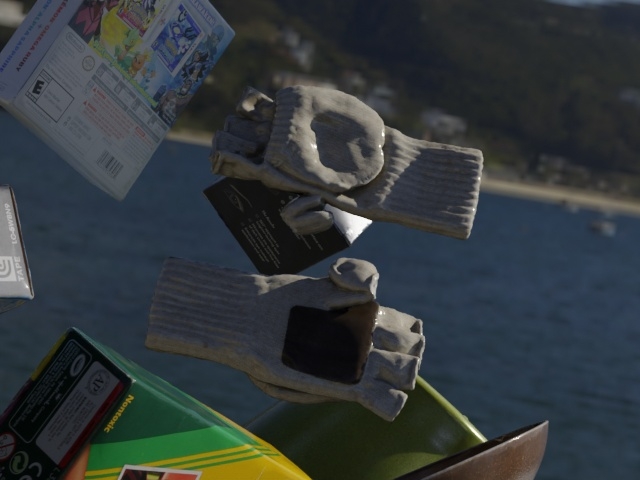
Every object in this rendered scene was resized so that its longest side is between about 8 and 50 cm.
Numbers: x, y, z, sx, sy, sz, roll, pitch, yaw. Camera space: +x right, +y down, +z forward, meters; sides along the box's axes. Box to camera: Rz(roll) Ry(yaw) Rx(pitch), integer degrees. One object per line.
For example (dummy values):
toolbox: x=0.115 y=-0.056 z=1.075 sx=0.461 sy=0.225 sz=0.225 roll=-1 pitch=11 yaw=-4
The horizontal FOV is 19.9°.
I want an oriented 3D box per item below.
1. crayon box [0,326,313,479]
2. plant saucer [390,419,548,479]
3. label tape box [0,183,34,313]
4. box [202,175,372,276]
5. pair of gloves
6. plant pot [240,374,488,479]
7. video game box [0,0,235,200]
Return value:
crayon box: x=-0.205 y=0.294 z=1.573 sx=0.106 sy=0.363 sz=0.313 roll=35 pitch=-2 yaw=40
plant saucer: x=0.052 y=0.227 z=1.487 sx=0.311 sy=0.050 sz=0.310 roll=-24 pitch=-6 yaw=-3
label tape box: x=-0.433 y=0.033 z=1.423 sx=0.241 sy=0.106 sz=0.334 roll=-22 pitch=-15 yaw=40
box: x=-0.037 y=-0.048 z=2.325 sx=0.158 sy=0.156 sz=0.093 roll=-27 pitch=11 yaw=41
pair of gloves: x=0.000 y=0.000 z=1.325 sx=0.204 sy=0.240 sz=0.042 roll=21 pitch=-22 yaw=1
plant pot: x=0.018 y=0.314 z=1.998 sx=0.366 sy=0.353 sz=0.366 roll=43 pitch=-8 yaw=7
video game box: x=-0.175 y=-0.155 z=1.544 sx=0.048 sy=0.187 sz=0.205 roll=32 pitch=-8 yaw=30
